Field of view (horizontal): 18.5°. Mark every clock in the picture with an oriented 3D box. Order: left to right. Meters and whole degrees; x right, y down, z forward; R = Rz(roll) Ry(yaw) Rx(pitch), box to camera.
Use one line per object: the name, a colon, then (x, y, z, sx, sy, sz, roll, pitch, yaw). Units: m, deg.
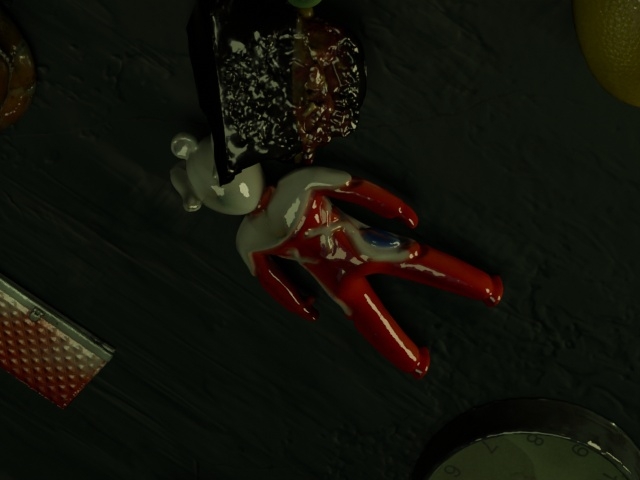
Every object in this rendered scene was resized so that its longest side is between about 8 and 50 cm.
clock: (0.240, 0.306, 2.239, 0.281, 0.055, 0.280, 3, 122, 5)

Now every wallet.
wallet: (-0.338, 0.104, 2.200, 0.196, 0.020, 0.103, 36, 119, -15)

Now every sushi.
sushi: (-0.035, -0.158, 1.926, 0.150, 0.153, 0.172, -9, 80, -13)

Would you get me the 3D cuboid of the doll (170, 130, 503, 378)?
doll: (0.000, 0.000, 2.059, 0.384, 0.099, 0.188, 34, 119, -22)

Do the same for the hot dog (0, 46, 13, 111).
hot dog: (-0.374, -0.140, 1.979, 0.108, 0.059, 0.191, 17, 133, -10)

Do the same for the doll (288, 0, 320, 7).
doll: (0.039, -0.318, 1.797, 0.322, 0.186, 0.198, -9, 121, 16)

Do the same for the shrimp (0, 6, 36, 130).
shrimp: (-0.425, -0.211, 1.990, 0.222, 0.054, 0.290, -16, 127, 16)

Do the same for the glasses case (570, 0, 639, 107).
glasses case: (0.324, -0.296, 1.801, 0.173, 0.141, 0.371, 10, 122, 1)
